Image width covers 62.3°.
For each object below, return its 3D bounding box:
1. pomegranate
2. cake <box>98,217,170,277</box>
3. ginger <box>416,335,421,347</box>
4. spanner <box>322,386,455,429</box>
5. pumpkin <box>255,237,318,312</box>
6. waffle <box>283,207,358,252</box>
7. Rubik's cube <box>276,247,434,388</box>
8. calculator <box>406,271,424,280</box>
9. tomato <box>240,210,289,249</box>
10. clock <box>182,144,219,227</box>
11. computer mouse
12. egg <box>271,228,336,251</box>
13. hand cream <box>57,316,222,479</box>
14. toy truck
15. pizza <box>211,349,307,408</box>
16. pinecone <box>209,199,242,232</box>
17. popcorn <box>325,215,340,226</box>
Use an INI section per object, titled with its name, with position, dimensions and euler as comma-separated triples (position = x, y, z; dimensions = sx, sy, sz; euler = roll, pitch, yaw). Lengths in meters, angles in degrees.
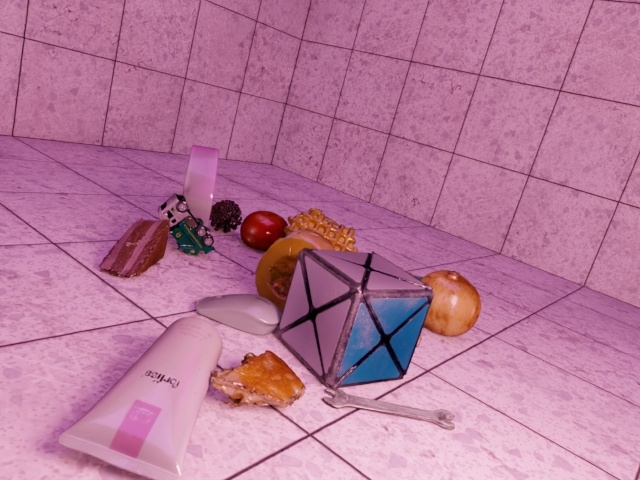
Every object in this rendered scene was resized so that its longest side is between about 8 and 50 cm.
[pomegranate]
position = 0.400, 0.189, 1.676
dimensions = 0.215, 0.215, 0.215
euler = 15, 14, -4
[cake]
position = -0.535, 0.037, 1.553
dimensions = 0.116, 0.113, 0.295
euler = 10, 26, 2
[ginger]
position = 0.137, 0.223, 1.545
dimensions = 0.333, 0.081, 0.148
euler = 16, -2, 0
[spanner]
position = 0.150, 0.361, 1.137
dimensions = 0.302, 0.017, 0.071
euler = 14, 15, -7
[pumpkin]
position = -0.070, 0.112, 1.525
dimensions = 0.217, 0.217, 0.110
euler = 20, -9, 18
[waffle]
position = 0.000, -0.001, 1.910
dimensions = 0.291, 0.291, 0.051
euler = 14, -24, -6
[Rubik's cube]
position = 0.079, 0.177, 1.282
dimensions = 0.259, 0.260, 0.255
euler = 1, 19, -38
[calculator]
position = 0.242, 0.121, 1.964
dimensions = 0.256, 0.054, 0.386
euler = 13, 2, -6
[tomato]
position = -0.212, -0.039, 2.040
dimensions = 0.195, 0.136, 0.195
euler = 15, 15, -4
[clock]
position = -0.445, -0.173, 1.923
dimensions = 0.102, 0.338, 0.338
euler = 10, 15, -14
[computer mouse]
position = -0.205, 0.174, 1.367
dimensions = 0.231, 0.079, 0.128
euler = 15, 12, 10
[egg]
position = -0.043, 0.072, 1.676
dimensions = 0.244, 0.201, 0.201
euler = 39, 25, 30
[hand cream]
position = -0.272, 0.257, 0.918
dimensions = 0.185, 0.118, 0.359
euler = 23, 20, -2
[toy truck]
position = -0.444, -0.041, 1.735
dimensions = 0.216, 0.116, 0.110
euler = 57, -6, -27
[pizza]
position = -0.118, 0.287, 1.040
dimensions = 0.147, 0.069, 0.226
euler = 33, 13, 14
[pinecone]
position = -0.376, -0.091, 2.106
dimensions = 0.140, 0.140, 0.121
euler = 25, -15, 33
[popcorn]
position = 0.011, -0.001, 2.057
dimensions = 0.204, 0.183, 0.221
euler = 47, 14, 1
